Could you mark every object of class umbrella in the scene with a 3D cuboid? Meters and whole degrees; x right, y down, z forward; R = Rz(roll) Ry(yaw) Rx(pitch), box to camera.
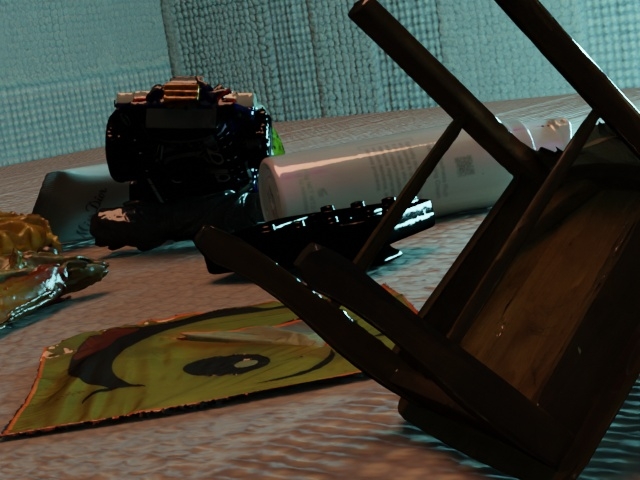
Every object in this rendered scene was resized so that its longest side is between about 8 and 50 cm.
[{"bbox_3d":[-0.144,-0.024,1.354,0.235,0.059,0.066,-7,-7,16],"label":"umbrella"}]

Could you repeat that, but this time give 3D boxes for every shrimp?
[{"bbox_3d":[-0.307,0.053,1.051,0.294,0.062,0.154,-19,26,-40],"label":"shrimp"}]

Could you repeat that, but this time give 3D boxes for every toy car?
[{"bbox_3d":[-0.137,-0.099,1.389,0.193,0.118,0.301,0,-22,3],"label":"toy car"}]

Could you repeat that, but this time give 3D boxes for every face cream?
[{"bbox_3d":[-0.242,-0.064,1.570,0.314,0.089,0.143,-12,-34,-40],"label":"face cream"},{"bbox_3d":[0.109,-0.072,1.307,0.345,0.102,0.102,-10,9,-17],"label":"face cream"}]

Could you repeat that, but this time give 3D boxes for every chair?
[{"bbox_3d":[0.125,0.030,0.582,0.186,0.319,0.160,-57,22,-11],"label":"chair"}]

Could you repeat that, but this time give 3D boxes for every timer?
[{"bbox_3d":[0.000,0.000,1.119,0.187,0.055,0.144,-7,6,32],"label":"timer"}]

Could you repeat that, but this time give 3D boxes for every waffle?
[{"bbox_3d":[-0.442,0.014,1.405,0.219,0.057,0.229,-17,13,-37],"label":"waffle"}]

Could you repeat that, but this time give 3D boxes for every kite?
[{"bbox_3d":[-0.050,0.073,0.825,0.327,0.013,0.377,0,11,37],"label":"kite"}]

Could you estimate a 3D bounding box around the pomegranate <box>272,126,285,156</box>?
[{"bbox_3d":[-0.127,-0.125,1.859,0.161,0.122,0.122,-33,-1,22],"label":"pomegranate"}]
